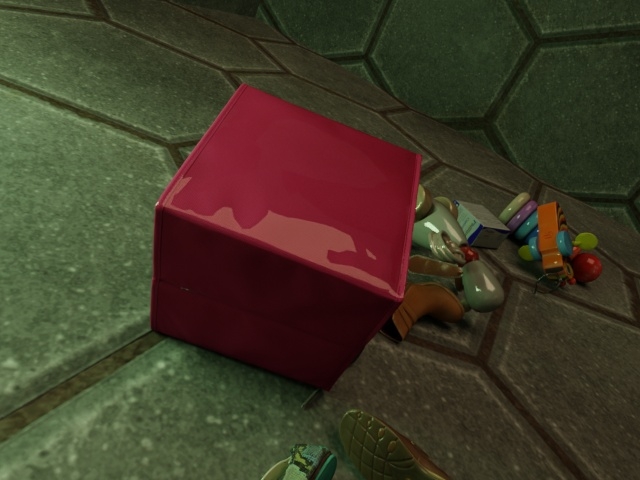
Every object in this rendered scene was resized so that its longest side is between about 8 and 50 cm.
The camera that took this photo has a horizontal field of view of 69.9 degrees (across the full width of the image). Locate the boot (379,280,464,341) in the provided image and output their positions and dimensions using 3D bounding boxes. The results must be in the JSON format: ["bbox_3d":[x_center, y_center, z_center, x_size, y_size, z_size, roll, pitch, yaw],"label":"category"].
[{"bbox_3d":[0.168,0.131,0.839,0.197,0.073,0.152,29,37,2],"label":"boot"}]

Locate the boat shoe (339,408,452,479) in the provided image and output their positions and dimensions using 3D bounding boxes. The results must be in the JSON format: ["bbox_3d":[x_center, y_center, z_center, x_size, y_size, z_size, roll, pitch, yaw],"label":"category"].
[{"bbox_3d":[0.098,0.274,0.558,0.178,0.064,0.060,37,0,15],"label":"boat shoe"}]

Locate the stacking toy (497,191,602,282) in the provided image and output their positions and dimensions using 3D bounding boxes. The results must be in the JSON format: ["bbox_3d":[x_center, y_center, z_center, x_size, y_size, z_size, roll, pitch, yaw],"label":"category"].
[{"bbox_3d":[0.716,0.002,1.423,0.330,0.141,0.141,44,33,17],"label":"stacking toy"}]

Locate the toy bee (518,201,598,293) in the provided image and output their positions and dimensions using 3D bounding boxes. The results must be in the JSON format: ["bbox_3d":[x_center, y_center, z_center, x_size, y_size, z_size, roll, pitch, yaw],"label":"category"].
[{"bbox_3d":[0.650,0.050,1.283,0.162,0.298,0.195,42,-18,-31],"label":"toy bee"}]

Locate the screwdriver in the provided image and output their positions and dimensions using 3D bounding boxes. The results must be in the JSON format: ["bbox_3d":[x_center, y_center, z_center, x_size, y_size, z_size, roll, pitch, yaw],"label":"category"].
[{"bbox_3d":[0.017,0.191,0.666,0.025,0.024,0.170,9,24,36],"label":"screwdriver"}]

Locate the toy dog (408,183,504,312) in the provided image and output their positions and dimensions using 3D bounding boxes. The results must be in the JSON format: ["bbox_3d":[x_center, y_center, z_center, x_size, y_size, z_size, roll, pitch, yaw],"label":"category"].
[{"bbox_3d":[0.244,0.025,0.995,0.220,0.161,0.334,32,30,-22],"label":"toy dog"}]

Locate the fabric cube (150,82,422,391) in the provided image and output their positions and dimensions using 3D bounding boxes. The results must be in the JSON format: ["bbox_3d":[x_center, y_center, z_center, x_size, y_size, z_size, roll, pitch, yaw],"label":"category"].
[{"bbox_3d":[-0.045,0.002,0.608,0.258,0.259,0.254,20,47,-5],"label":"fabric cube"}]

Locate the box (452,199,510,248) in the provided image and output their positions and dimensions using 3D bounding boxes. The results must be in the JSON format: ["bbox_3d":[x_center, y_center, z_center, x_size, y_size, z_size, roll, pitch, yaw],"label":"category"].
[{"bbox_3d":[0.453,-0.046,1.331,0.126,0.072,0.137,6,34,-33],"label":"box"}]

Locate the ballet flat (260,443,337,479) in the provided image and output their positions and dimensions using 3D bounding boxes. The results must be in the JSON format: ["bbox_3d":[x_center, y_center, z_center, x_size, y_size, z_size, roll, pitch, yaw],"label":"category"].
[{"bbox_3d":[-0.048,0.274,0.447,0.070,0.070,0.188,34,28,13],"label":"ballet flat"}]
